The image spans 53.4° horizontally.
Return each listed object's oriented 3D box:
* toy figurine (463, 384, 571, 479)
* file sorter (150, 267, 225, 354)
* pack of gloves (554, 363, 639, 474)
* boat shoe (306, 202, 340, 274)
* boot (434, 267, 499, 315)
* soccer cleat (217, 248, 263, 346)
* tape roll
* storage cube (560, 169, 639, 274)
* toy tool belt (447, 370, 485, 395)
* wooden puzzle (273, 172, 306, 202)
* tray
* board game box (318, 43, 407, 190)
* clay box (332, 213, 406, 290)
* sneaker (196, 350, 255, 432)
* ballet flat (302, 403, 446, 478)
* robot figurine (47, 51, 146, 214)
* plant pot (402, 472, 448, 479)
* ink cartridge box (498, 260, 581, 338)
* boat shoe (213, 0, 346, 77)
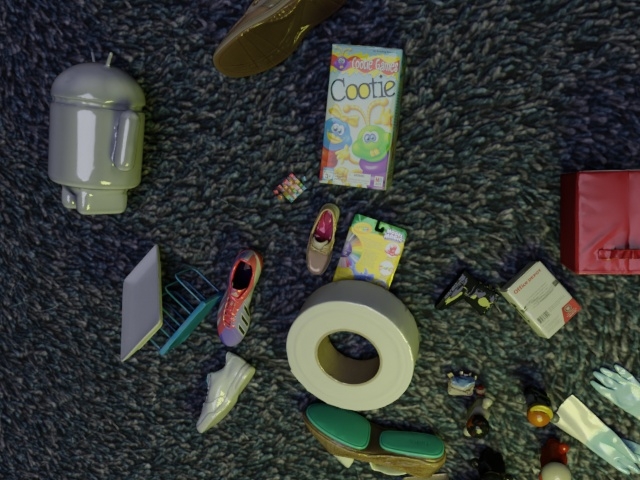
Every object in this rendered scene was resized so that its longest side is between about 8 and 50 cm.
[{"bbox_3d":[0.420,0.434,1.372,0.213,0.148,0.209,-13,97,18],"label":"toy figurine"},{"bbox_3d":[-0.333,0.162,1.496,0.104,0.118,0.170,43,105,5],"label":"file sorter"},{"bbox_3d":[0.656,0.396,1.378,0.232,0.046,0.195,35,105,3],"label":"pack of gloves"},{"bbox_3d":[0.000,0.000,1.430,0.063,0.059,0.170,13,102,9],"label":"boat shoe"},{"bbox_3d":[0.324,0.129,1.400,0.099,0.045,0.121,36,106,-3],"label":"boot"},{"bbox_3d":[-0.195,0.137,1.474,0.083,0.095,0.248,20,103,7],"label":"soccer cleat"},{"bbox_3d":[0.070,0.233,1.400,0.286,0.100,0.286,7,117,13],"label":"tape roll"},{"bbox_3d":[0.576,-0.040,1.235,0.184,0.215,0.193,-1,94,12],"label":"storage cube"},{"bbox_3d":[0.327,0.320,1.427,0.083,0.052,0.051,-1,108,11],"label":"toy tool belt"},{"bbox_3d":[-0.066,-0.120,1.449,0.083,0.006,0.049,-43,90,15],"label":"wooden puzzle"},{"bbox_3d":[-0.402,0.139,1.453,0.030,0.270,0.145,31,115,-33],"label":"tray"},{"bbox_3d":[0.090,-0.254,1.325,0.142,0.144,0.275,8,101,10],"label":"board game box"},{"bbox_3d":[0.104,0.059,1.423,0.127,0.053,0.222,20,103,7],"label":"clay box"},{"bbox_3d":[-0.249,0.365,1.545,0.094,0.080,0.212,37,98,15],"label":"sneaker"},{"bbox_3d":[0.117,0.482,1.480,0.342,0.116,0.124,12,121,5],"label":"ballet flat"},{"bbox_3d":[-0.497,-0.238,1.414,0.300,0.200,0.353,17,105,37],"label":"robot figurine"},{"bbox_3d":[0.252,0.618,1.472,0.109,0.109,0.096,-10,111,13],"label":"plant pot"},{"bbox_3d":[0.464,0.124,1.350,0.099,0.056,0.135,-41,90,-4],"label":"ink cartridge box"},{"bbox_3d":[-0.088,-0.476,1.348,0.341,0.121,0.110,-32,55,12],"label":"boat shoe"}]
